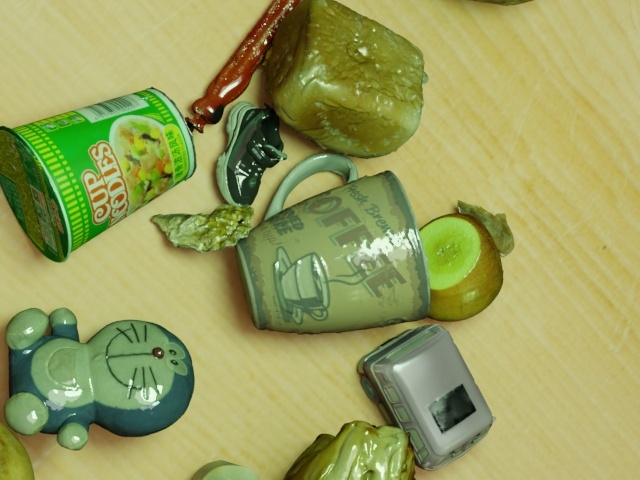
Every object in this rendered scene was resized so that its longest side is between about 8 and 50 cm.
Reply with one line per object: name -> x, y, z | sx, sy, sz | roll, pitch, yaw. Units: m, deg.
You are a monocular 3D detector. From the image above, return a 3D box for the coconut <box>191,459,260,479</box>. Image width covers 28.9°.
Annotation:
coconut -> -0.134, 0.377, 1.784 | 0.116, 0.122, 0.116 | 3, 83, -22

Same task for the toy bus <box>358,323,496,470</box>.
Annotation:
toy bus -> 0.165, 0.244, 1.902 | 0.142, 0.142, 0.202 | -30, 96, -22

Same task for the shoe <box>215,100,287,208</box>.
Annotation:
shoe -> -0.093, -0.129, 1.856 | 0.071, 0.099, 0.169 | 20, 74, -50

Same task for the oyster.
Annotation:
oyster -> -0.161, -0.023, 1.823 | 0.121, 0.146, 0.045 | -25, 119, -30

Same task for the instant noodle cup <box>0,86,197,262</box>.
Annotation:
instant noodle cup -> -0.310, -0.111, 1.739 | 0.232, 0.207, 0.207 | -29, 96, -28

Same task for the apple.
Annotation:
apple -> 0.203, 0.047, 1.927 | 0.147, 0.163, 0.146 | -23, 51, -11

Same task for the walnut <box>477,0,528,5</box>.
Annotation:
walnut -> 0.281, -0.533, 1.955 | 0.332, 0.333, 0.333 | 2, 84, -21

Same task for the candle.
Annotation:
candle -> -0.101, -0.290, 1.903 | 0.051, 0.048, 0.329 | 36, 73, -6

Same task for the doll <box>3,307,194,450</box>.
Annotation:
doll -> -0.302, 0.193, 1.714 | 0.258, 0.154, 0.228 | -6, 49, -11

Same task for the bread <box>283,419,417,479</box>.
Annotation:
bread -> 0.015, 0.409, 1.745 | 0.191, 0.370, 0.314 | 19, 77, 10

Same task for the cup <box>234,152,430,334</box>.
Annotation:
cup -> 0.000, 0.000, 1.844 | 0.257, 0.227, 0.301 | -11, 58, -9

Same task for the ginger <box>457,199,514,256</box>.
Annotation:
ginger -> 0.265, -0.026, 2.024 | 0.137, 0.044, 0.057 | 29, 46, -22

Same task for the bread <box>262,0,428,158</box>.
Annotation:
bread -> 0.036, -0.228, 1.874 | 0.246, 0.176, 0.196 | 22, 54, -25

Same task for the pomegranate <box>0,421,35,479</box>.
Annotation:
pomegranate -> -0.493, 0.335, 1.589 | 0.260, 0.260, 0.260 | 2, 84, -21
